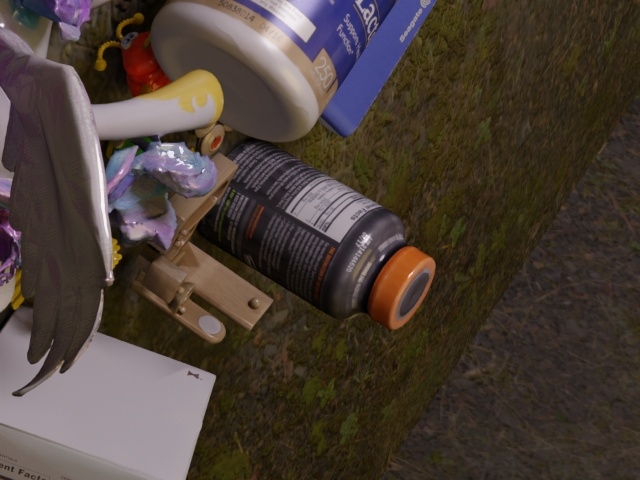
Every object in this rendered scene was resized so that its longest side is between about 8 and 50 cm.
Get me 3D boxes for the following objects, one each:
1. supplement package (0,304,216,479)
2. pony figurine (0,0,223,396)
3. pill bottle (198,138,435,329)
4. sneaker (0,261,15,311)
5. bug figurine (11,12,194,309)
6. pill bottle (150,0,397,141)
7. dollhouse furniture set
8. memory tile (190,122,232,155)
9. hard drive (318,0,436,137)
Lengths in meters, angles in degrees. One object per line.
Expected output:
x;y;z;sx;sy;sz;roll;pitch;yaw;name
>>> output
-0.237;0.238;1.121;0.199;0.198;0.262;-80;-169;-68;supplement package
-0.210;-0.081;0.798;0.363;0.303;0.350;-2;84;-62;pony figurine
0.000;0.000;1.348;0.130;0.246;0.130;-46;155;-29;pill bottle
-0.330;0.022;0.896;0.212;0.094;0.080;17;77;-46;sneaker
-0.199;-0.051;1.085;0.279;0.072;0.216;-54;165;-26;bug figurine
-0.010;-0.224;1.038;0.264;0.153;0.153;-58;159;-20;pill bottle
-0.098;0.018;1.241;0.151;0.123;0.144;-57;177;38;dollhouse furniture set
-0.083;-0.160;1.277;0.148;0.012;0.113;-51;157;-19;memory tile
0.004;-0.256;1.222;0.210;0.040;0.319;-58;147;-4;hard drive
